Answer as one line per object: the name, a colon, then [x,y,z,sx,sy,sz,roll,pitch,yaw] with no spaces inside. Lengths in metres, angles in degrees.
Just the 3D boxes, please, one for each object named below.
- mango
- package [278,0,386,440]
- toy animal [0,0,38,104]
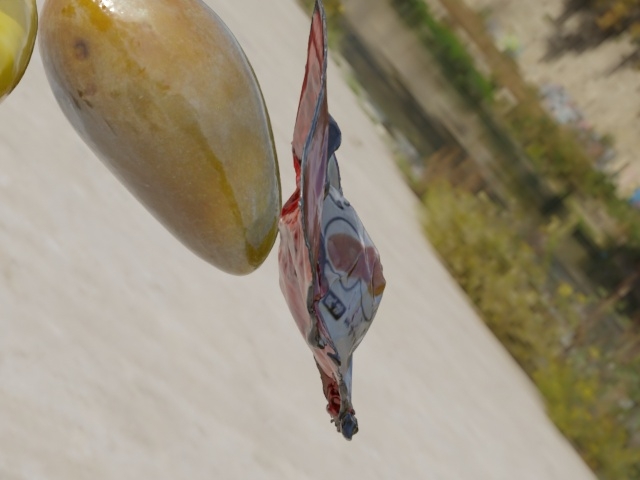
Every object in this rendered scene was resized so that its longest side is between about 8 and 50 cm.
mango: [-0.160,-0.137,1.733,0.384,0.199,0.221,58,-20,-2]
package: [0.000,0.000,1.036,0.269,0.071,0.194,75,4,-50]
toy animal: [-0.355,-0.197,1.011,0.278,0.345,0.247,-95,172,-51]
